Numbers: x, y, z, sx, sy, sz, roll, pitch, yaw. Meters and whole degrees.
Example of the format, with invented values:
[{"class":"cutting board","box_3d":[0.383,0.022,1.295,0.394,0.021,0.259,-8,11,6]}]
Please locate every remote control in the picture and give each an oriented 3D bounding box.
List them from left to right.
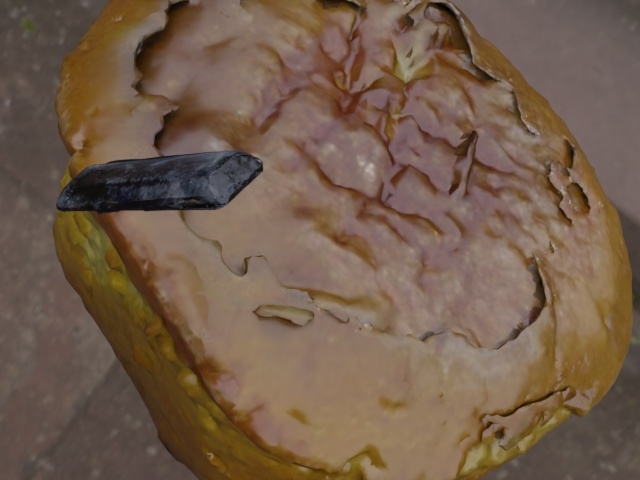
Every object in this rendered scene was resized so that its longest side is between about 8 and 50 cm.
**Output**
[{"class":"remote control","box_3d":[-0.071,-0.026,0.663,0.039,0.096,0.014,-48,126,-44]}]

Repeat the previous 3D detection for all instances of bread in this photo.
[{"class":"bread","box_3d":[-0.001,-0.003,0.943,0.337,0.204,0.358,-17,68,-40]}]
